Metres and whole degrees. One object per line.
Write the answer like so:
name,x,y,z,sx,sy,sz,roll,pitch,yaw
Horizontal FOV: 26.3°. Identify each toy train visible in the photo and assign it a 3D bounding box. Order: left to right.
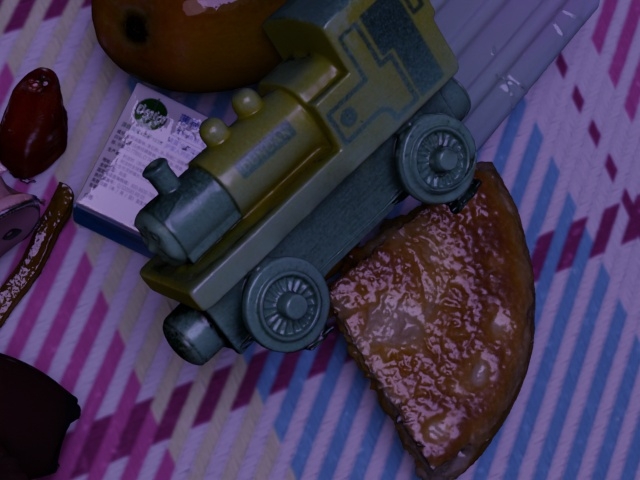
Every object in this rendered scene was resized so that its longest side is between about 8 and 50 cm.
toy train,-0.023,-0.061,1.216,0.369,0.150,0.237,-44,118,-18

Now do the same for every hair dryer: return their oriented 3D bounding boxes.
hair dryer,-0.307,0.191,1.095,0.312,0.340,0.123,13,108,-36

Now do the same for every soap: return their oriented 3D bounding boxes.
soap,0.164,-0.227,1.434,0.173,0.095,0.289,40,71,0

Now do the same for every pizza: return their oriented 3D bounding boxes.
pizza,0.102,0.069,1.352,0.226,0.086,0.336,11,74,-8

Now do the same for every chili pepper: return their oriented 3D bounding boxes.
chili pepper,-0.263,-0.121,1.278,0.065,0.169,0.088,27,70,-7

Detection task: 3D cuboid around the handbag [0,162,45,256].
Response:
handbag,-0.363,-0.004,1.223,0.205,0.179,0.116,-44,84,6

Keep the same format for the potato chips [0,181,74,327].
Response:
potato chips,-0.290,0.038,1.305,0.026,0.037,0.204,29,77,6

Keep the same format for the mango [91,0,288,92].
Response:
mango,-0.070,-0.247,1.343,0.317,0.211,0.173,-20,121,-27

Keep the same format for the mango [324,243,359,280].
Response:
mango,0.000,0.000,1.354,0.114,0.057,0.079,-52,135,-23

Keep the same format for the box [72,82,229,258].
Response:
box,-0.125,-0.045,1.337,0.194,0.073,0.139,26,73,-5
